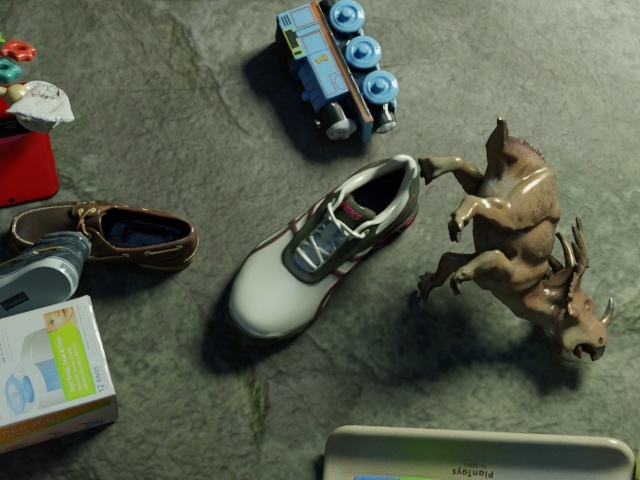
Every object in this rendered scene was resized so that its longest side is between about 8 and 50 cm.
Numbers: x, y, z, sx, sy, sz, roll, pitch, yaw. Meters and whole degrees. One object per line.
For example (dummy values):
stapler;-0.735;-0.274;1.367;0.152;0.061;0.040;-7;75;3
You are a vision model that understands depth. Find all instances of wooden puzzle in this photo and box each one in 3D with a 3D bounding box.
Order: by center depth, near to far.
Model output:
wooden puzzle;0.145;0.354;1.289;0.322;0.080;0.347;1;68;10

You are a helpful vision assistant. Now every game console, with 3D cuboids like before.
game console;-0.377;-0.104;1.485;0.144;0.085;0.124;-12;39;-12

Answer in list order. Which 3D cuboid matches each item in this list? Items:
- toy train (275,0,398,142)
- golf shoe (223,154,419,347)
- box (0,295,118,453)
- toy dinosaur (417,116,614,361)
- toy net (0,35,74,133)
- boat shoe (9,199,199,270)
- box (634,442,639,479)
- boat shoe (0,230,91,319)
toy train;0.020;-0.197;1.540;0.105;0.080;0.184;-22;75;-5
golf shoe;0.000;0.000;1.434;0.105;0.120;0.273;43;71;9
box;-0.318;0.148;1.342;0.203;0.103;0.114;-14;70;-12
toy dinosaur;0.217;-0.015;1.420;0.200;0.295;0.127;-10;26;-14
toy net;-0.344;-0.170;1.465;0.232;0.045;0.122;32;36;29
boat shoe;-0.235;-0.011;1.434;0.207;0.073;0.073;2;72;-5
box;0.433;0.256;1.349;0.232;0.087;0.058;27;63;-26
boat shoe;-0.323;0.050;1.393;0.183;0.065;0.083;-20;24;20
